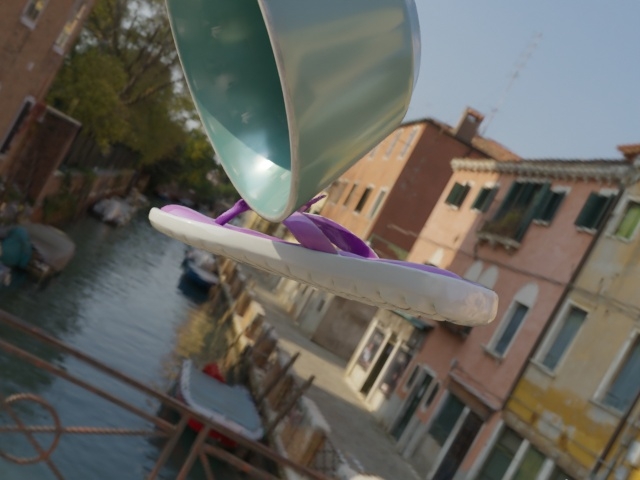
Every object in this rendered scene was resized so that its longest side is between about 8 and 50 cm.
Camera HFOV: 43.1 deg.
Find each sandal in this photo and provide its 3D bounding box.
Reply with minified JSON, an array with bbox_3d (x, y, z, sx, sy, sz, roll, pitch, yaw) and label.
[{"bbox_3d":[0.004,0.003,0.921,0.416,0.102,0.169,16,-6,19],"label":"sandal"}]

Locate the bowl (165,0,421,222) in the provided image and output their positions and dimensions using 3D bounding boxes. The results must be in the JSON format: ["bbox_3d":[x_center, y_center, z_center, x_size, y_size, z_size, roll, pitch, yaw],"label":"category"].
[{"bbox_3d":[-0.020,-0.188,0.747,0.311,0.163,0.311,56,-21,36],"label":"bowl"}]
